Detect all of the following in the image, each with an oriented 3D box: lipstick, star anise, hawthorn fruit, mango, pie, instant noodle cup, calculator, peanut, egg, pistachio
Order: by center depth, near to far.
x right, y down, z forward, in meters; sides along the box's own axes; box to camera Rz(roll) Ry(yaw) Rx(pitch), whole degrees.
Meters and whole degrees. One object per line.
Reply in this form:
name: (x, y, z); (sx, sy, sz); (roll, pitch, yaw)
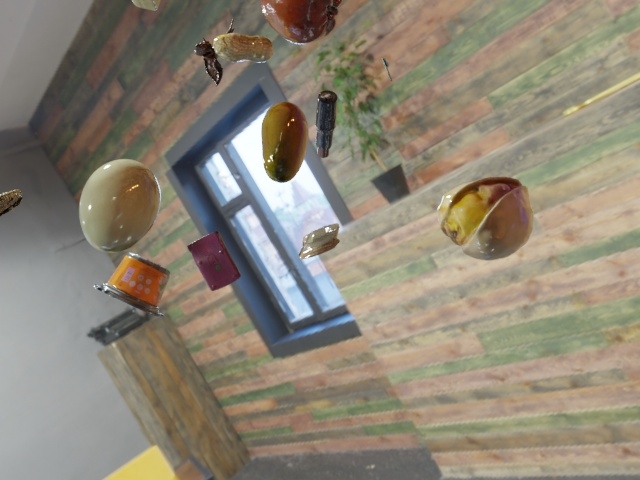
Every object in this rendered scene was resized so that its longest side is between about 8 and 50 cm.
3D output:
egg: (-0.499, -0.086, 1.448); (0.186, 0.186, 0.241); (157, 130, -71)
pistachio: (0.434, -0.062, 1.500); (0.230, 0.229, 0.309); (-29, -19, 33)
instant noodle cup: (-0.480, 0.109, 1.543); (0.125, 0.178, 0.208); (-65, -30, -11)
mango: (-0.110, -0.296, 1.783); (0.139, 0.254, 0.175); (2, -6, 27)
peanut: (-0.235, -0.594, 1.803); (0.207, 0.087, 0.087); (-10, -11, -39)
star anise: (-0.312, -0.593, 1.823); (0.144, 0.140, 0.158); (-19, 45, 2)
hawthorn fruit: (-0.085, -0.797, 1.921); (0.298, 0.277, 0.277); (15, 17, 14)
pie: (-1.117, -0.088, 1.931); (0.274, 0.055, 0.274); (-30, 12, 7)
calculator: (-0.371, 0.075, 2.040); (0.127, 0.190, 0.034); (-27, 6, 2)
lipstick: (0.019, -0.434, 2.221); (0.081, 0.081, 0.299); (-31, -31, -27)

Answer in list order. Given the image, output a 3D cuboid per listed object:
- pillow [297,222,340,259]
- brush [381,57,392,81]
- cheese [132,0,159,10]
pillow: (-0.003, 0.001, 1.791); (0.135, 0.034, 0.211); (-25, 17, 9)
brush: (0.222, -0.563, 1.916); (0.013, 0.083, 0.016); (-22, -9, 25)
cheese: (-0.678, -1.054, 2.257); (0.124, 0.242, 0.265); (10, 4, -10)
